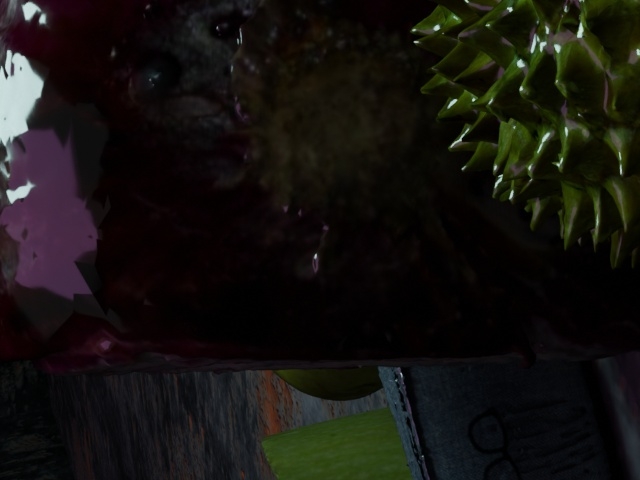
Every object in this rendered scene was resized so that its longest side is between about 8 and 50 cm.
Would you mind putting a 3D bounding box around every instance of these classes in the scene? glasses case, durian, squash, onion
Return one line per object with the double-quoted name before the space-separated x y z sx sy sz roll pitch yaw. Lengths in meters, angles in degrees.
"glasses case" 0.081 0.046 0.976 0.067 0.109 0.282 115 142 -69
"durian" 0.124 -0.091 0.589 0.237 0.177 0.200 -111 25 -54
"squash" 0.046 0.228 1.214 0.220 0.133 0.220 163 90 -77
"onion" 0.001 -0.062 0.810 0.282 0.337 0.260 68 -160 -82

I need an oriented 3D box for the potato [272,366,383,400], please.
"potato" 0.000 -0.001 1.163 0.228 0.149 0.197 -152 40 -73
